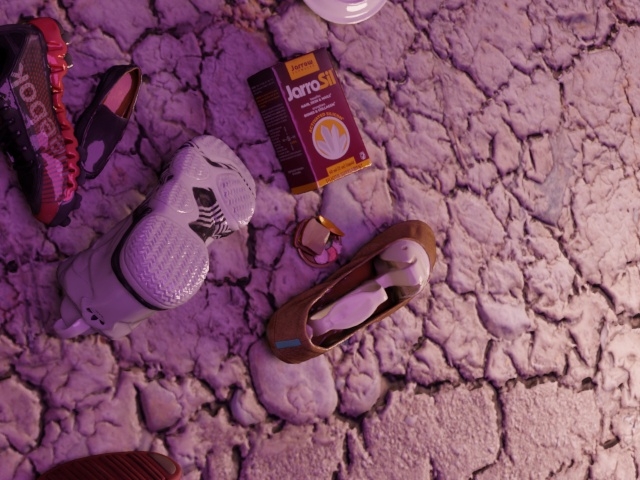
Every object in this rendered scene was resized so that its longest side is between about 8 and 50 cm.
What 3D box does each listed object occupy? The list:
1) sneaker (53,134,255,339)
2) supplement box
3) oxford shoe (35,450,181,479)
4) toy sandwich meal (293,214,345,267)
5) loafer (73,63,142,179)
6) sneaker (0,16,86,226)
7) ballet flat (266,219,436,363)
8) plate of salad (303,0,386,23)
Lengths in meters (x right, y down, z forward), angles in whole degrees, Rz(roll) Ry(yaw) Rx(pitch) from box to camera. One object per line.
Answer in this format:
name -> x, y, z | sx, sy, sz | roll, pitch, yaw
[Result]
sneaker -> -0.225, -0.002, 1.559 | 0.137, 0.210, 0.366 | 51, 30, -16
supplement box -> -0.016, -0.175, 1.720 | 0.104, 0.081, 0.188 | -26, 97, -29
oxford shoe -> -0.330, 0.377, 1.488 | 0.348, 0.123, 0.130 | -20, 121, -31
toy sandwich meal -> 0.000, 0.000, 1.741 | 0.085, 0.029, 0.085 | 3, 83, -29
loafer -> -0.286, -0.164, 1.575 | 0.062, 0.061, 0.170 | 23, 75, -27
sneaker -> -0.379, -0.150, 1.492 | 0.135, 0.097, 0.276 | -5, 86, -42
ballet flat -> 0.073, 0.071, 1.722 | 0.342, 0.124, 0.116 | -30, 100, -29
plate of salad -> 0.031, -0.431, 1.793 | 0.200, 0.048, 0.200 | -4, 97, -32
